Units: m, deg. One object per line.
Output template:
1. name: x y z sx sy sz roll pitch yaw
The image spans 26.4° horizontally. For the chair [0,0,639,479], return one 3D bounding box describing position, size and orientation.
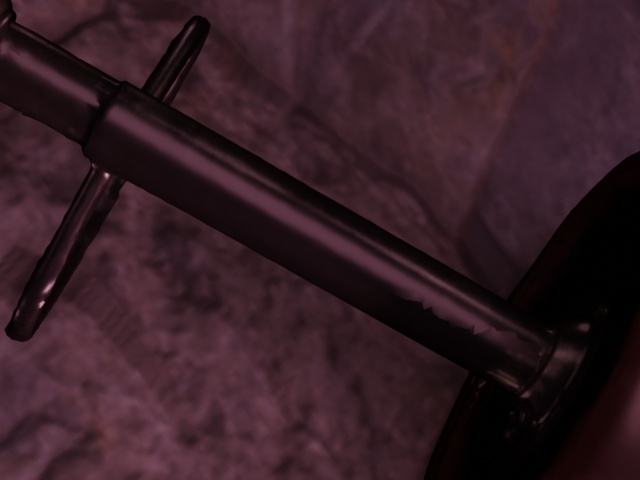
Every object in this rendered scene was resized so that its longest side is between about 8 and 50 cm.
1. chair: 0.000 0.000 0.553 0.401 0.226 0.226 29 72 -4
